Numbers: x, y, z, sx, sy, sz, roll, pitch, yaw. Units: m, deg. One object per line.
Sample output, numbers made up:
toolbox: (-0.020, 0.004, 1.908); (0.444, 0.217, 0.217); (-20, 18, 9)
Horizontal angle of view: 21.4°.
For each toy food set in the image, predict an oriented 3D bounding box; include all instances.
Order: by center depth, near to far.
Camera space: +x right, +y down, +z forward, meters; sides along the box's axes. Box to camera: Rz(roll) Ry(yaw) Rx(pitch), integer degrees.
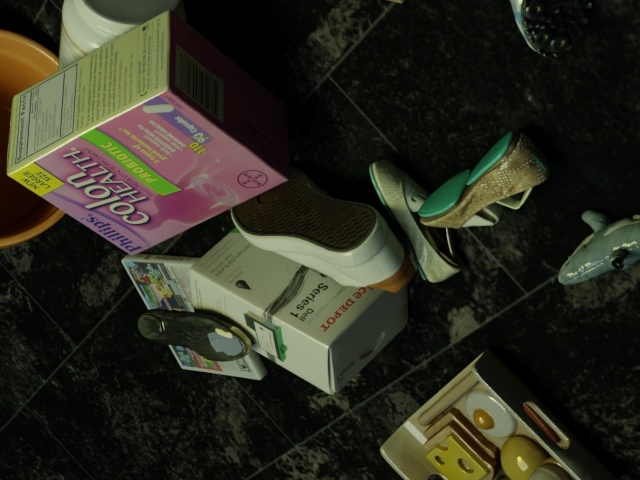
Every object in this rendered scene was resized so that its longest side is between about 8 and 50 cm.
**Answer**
toy food set: (0.207, 0.279, 2.070); (0.220, 0.092, 0.306); (45, 147, 4)

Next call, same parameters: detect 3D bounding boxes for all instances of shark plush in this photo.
shark plush: (0.311, 0.015, 1.694); (0.161, 0.067, 0.073); (0, 124, 49)

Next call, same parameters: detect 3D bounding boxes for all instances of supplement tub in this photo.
supplement tub: (-0.234, -0.232, 1.992); (0.144, 0.144, 0.199); (38, 146, 15)

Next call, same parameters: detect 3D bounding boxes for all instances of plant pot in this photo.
plant pot: (-0.456, -0.121, 2.274); (0.291, 0.291, 0.203); (49, 165, -2)

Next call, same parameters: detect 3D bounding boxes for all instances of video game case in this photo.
video game case: (-0.179, 0.106, 2.400); (0.183, 0.023, 0.201); (3, 128, 48)

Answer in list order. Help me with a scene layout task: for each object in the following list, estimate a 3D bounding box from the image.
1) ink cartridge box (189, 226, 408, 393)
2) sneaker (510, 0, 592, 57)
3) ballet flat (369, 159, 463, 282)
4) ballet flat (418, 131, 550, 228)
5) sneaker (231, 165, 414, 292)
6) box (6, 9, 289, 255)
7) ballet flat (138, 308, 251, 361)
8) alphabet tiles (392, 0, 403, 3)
ink cartridge box: (-0.023, 0.065, 2.049); (0.219, 0.160, 0.092); (27, 142, 27)
sneaker: (0.181, -0.276, 1.539); (0.237, 0.085, 0.086); (64, 170, -30)
ballet flat: (0.112, -0.028, 1.907); (0.052, 0.057, 0.168); (-18, 117, 23)
ballet flat: (0.175, -0.048, 1.790); (0.067, 0.073, 0.206); (36, 152, -9)
sneaker: (0.000, 0.000, 1.992); (0.123, 0.106, 0.290); (46, 169, -36)
box: (-0.195, -0.116, 1.931); (0.243, 0.117, 0.213); (-24, 140, 28)
ballet flat: (-0.150, 0.109, 2.066); (0.173, 0.049, 0.057); (12, 110, 37)
alphabet tiles: (-0.037, -0.322, 1.657); (0.237, 0.009, 0.198); (24, 158, 51)
